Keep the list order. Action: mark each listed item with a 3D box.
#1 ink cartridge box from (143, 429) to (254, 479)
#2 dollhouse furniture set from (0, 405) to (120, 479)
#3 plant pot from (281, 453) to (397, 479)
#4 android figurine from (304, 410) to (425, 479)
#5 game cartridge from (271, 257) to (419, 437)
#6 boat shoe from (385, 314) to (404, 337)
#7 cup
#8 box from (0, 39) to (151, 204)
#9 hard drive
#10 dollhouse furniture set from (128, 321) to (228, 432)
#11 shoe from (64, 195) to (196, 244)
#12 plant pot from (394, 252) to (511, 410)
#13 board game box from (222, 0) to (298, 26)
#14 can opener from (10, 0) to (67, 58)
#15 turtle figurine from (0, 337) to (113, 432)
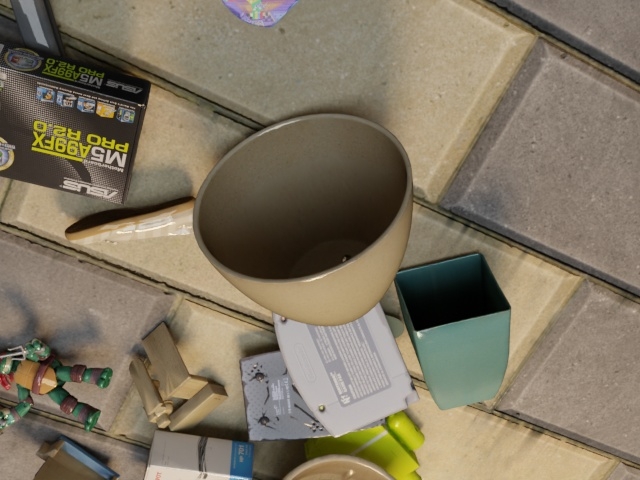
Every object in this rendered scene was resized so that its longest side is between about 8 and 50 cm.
[{"bbox_3d":[-0.232,0.435,1.501,0.190,0.082,0.140,12,135,-11],"label":"ink cartridge box"},{"bbox_3d":[-0.543,0.489,1.396,0.303,0.286,0.198,37,107,-9],"label":"dollhouse furniture set"},{"bbox_3d":[-0.011,0.605,1.488,0.333,0.334,0.305,19,144,-16],"label":"plant pot"},{"bbox_3d":[0.078,0.424,1.571,0.248,0.056,0.273,-37,115,11],"label":"android figurine"},{"bbox_3d":[0.031,0.185,1.402,0.196,0.060,0.294,-23,96,-4],"label":"game cartridge"},{"bbox_3d":[0.085,0.160,1.456,0.133,0.042,0.049,-4,88,-7],"label":"boat shoe"},{"bbox_3d":[0.000,0.000,1.243,0.331,0.331,0.237,-20,138,3],"label":"cup"},{"bbox_3d":[-0.403,-0.172,1.180,0.270,0.060,0.216,14,136,-13],"label":"box"},{"bbox_3d":[-0.014,0.272,1.462,0.254,0.054,0.172,-7,97,-2],"label":"hard drive"},{"bbox_3d":[-0.267,0.255,1.463,0.144,0.123,0.151,-42,148,13],"label":"dollhouse furniture set"},{"bbox_3d":[-0.304,-0.020,1.300,0.219,0.076,0.058,-12,111,-3],"label":"shoe"},{"bbox_3d":[0.238,0.178,1.420,0.165,0.165,0.234,-13,124,-1],"label":"plant pot"},{"bbox_3d":[-0.077,-0.398,1.172,0.168,0.033,0.133,-42,113,12],"label":"board game box"},{"bbox_3d":[-0.403,-0.372,1.120,0.093,0.074,0.280,-7,116,-4],"label":"can opener"},{"bbox_3d":[-0.487,0.238,1.377,0.234,0.118,0.175,17,110,0],"label":"turtle figurine"}]
